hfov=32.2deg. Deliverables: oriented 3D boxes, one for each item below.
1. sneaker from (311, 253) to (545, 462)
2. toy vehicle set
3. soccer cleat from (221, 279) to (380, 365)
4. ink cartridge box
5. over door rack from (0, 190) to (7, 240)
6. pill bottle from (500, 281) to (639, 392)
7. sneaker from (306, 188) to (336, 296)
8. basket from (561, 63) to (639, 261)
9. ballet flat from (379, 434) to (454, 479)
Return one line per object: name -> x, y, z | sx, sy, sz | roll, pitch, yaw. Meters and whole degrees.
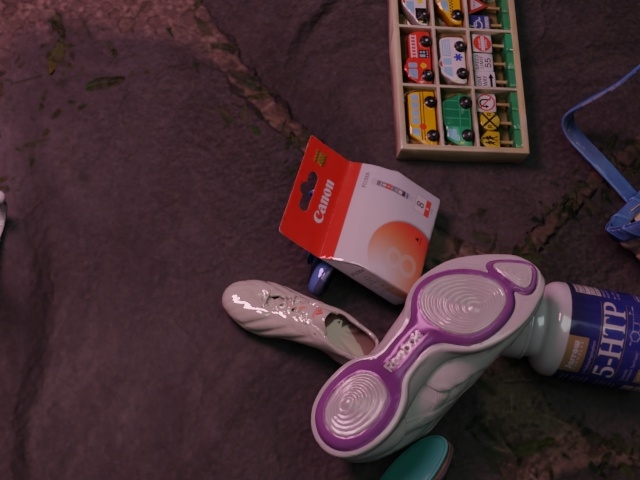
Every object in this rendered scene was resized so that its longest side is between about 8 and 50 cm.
sneaker -> 0.119, 0.130, 1.225 | 0.305, 0.152, 0.114 | -39, 64, -6
toy vehicle set -> 0.174, -0.229, 1.433 | 0.165, 0.035, 0.267 | 1, 70, -8
soccer cleat -> -0.019, 0.090, 1.267 | 0.196, 0.076, 0.068 | 23, 68, 1
ink cartridge box -> 0.051, -0.030, 1.293 | 0.179, 0.045, 0.145 | 34, 56, -25
over door rack -> -0.486, 0.057, 1.166 | 0.239, 0.108, 0.324 | 10, 54, -3
pill bottle -> 0.298, 0.108, 1.285 | 0.186, 0.112, 0.112 | 10, 69, -4
sneaker -> 0.000, 0.000, 1.318 | 0.059, 0.053, 0.144 | 15, 60, -3
basket -> 0.441, -0.085, 1.302 | 0.201, 0.255, 0.289 | -36, 88, -25
ballet flat -> 0.078, 0.299, 1.191 | 0.074, 0.074, 0.203 | 42, 65, 8
